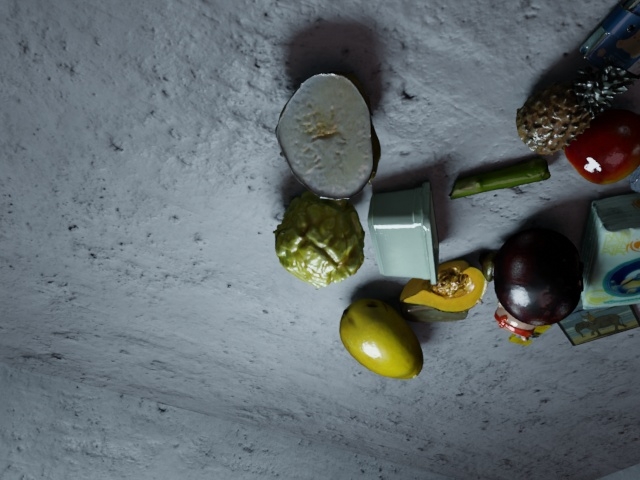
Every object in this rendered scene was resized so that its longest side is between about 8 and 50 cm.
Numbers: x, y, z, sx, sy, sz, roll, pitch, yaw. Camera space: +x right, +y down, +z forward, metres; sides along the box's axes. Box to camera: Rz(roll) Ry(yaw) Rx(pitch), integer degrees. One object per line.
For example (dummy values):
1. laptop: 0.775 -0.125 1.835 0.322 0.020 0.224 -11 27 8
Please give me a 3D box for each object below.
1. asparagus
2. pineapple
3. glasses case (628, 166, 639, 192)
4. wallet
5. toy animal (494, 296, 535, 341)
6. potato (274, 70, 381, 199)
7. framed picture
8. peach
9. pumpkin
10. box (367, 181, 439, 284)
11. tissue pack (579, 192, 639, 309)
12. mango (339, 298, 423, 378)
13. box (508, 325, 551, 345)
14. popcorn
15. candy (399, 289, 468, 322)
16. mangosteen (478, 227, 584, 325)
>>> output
1. asparagus: 0.495 -0.171 1.537 0.277 0.060 0.067 -11 155 13
2. pineapple: 0.598 -0.321 1.274 0.157 0.158 0.278 24 145 -22
3. glasses case: 0.923 -0.235 1.447 0.109 0.067 0.283 4 138 -6
4. wallet: 0.693 -0.467 1.212 0.141 0.059 0.202 16 137 -25
5. toy animal: 0.678 0.241 1.883 0.171 0.171 0.198 -9 129 11
6. potato: 0.023 -0.265 1.369 0.246 0.196 0.300 -7 108 5
7. framed picture: 1.010 0.273 2.028 0.264 0.016 0.347 -24 131 26
8. peach: 0.717 -0.241 1.365 0.197 0.197 0.197 1 137 1
9. pumpkin: 0.417 0.171 1.839 0.278 0.111 0.163 -27 115 12
10. box: 0.252 -0.016 1.636 0.182 0.175 0.312 -2 138 16
11. tissue pack: 0.954 0.035 1.669 0.287 0.162 0.388 -9 136 6
12. mango: 0.240 0.368 1.959 0.221 0.301 0.445 -49 129 1
13. box: 0.806 0.353 2.114 0.086 0.023 0.155 12 136 -16
14. popcorn: -0.009 -0.003 1.594 0.282 0.282 0.247 -32 130 30
15. candy: 0.396 0.225 1.930 0.233 0.104 0.102 -5 132 7
16. mangosteen: 0.644 0.108 1.667 0.293 0.297 0.297 6 138 9
